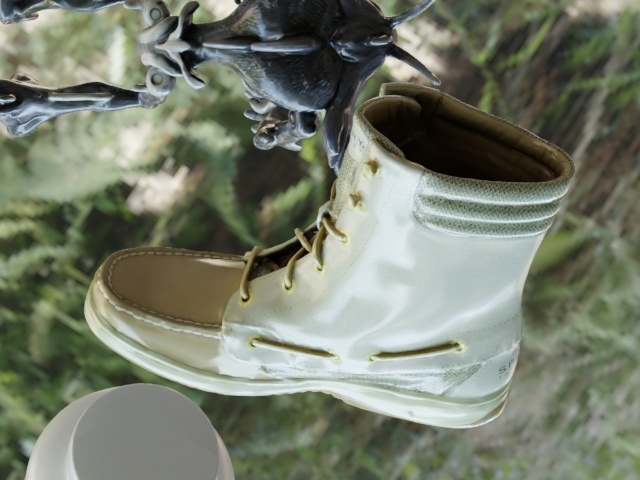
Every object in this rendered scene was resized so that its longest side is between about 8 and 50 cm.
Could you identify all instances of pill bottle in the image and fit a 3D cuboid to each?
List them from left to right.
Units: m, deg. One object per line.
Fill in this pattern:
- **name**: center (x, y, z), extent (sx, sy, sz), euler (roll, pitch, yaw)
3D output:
- **pill bottle**: center (-0.180, 0.246, 1.559), extent (0.181, 0.181, 0.323), euler (33, 149, 4)

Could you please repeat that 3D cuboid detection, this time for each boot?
- **boot**: center (0.000, 0.000, 0.812), extent (0.213, 0.077, 0.165), euler (11, 133, 0)

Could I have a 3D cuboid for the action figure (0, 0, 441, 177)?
- **action figure**: center (-0.056, -0.124, 1.030), extent (0.276, 0.164, 0.141), euler (1, -163, 15)
